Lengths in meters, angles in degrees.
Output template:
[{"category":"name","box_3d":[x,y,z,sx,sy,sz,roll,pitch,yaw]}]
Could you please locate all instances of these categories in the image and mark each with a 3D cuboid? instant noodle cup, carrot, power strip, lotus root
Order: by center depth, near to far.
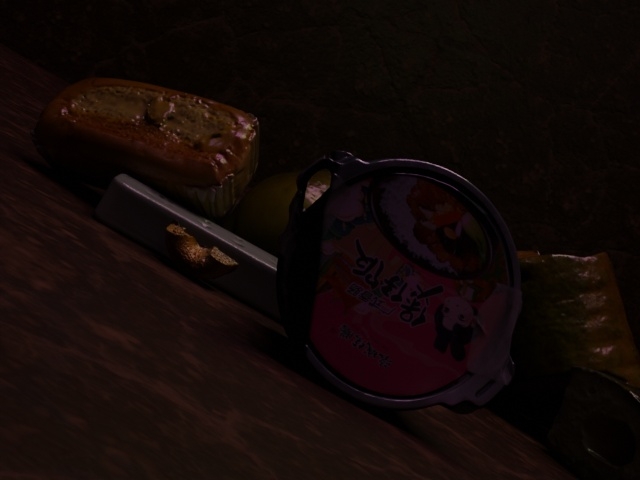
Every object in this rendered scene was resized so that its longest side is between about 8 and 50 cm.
[{"category":"instant noodle cup","box_3d":[0.063,0.050,1.238,0.302,0.258,0.181,63,-15,-2]},{"category":"power strip","box_3d":[-0.091,0.036,1.397,0.385,0.062,0.091,29,7,-6]},{"category":"lotus root","box_3d":[0.436,0.290,1.531,0.210,0.142,0.314,28,5,-46]},{"category":"carrot","box_3d":[0.360,0.160,1.765,0.241,0.341,0.241,-11,-13,-2]}]

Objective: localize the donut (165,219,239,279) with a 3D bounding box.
[{"category":"donut","box_3d":[-0.143,0.012,1.321,0.083,0.067,0.038,65,19,-9]}]

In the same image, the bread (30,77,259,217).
[{"category":"bread","box_3d":[-0.220,-0.121,1.492,0.288,0.152,0.119,16,-36,21]}]

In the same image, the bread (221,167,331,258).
[{"category":"bread","box_3d":[0.000,0.000,1.650,0.251,0.208,0.376,26,7,5]}]

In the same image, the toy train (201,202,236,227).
[{"category":"toy train","box_3d":[-0.189,-0.097,1.726,0.129,0.159,0.326,32,2,-11]}]

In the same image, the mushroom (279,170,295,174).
[{"category":"mushroom","box_3d":[0.015,-0.027,2.075,0.263,0.195,0.283,19,-7,-32]}]
